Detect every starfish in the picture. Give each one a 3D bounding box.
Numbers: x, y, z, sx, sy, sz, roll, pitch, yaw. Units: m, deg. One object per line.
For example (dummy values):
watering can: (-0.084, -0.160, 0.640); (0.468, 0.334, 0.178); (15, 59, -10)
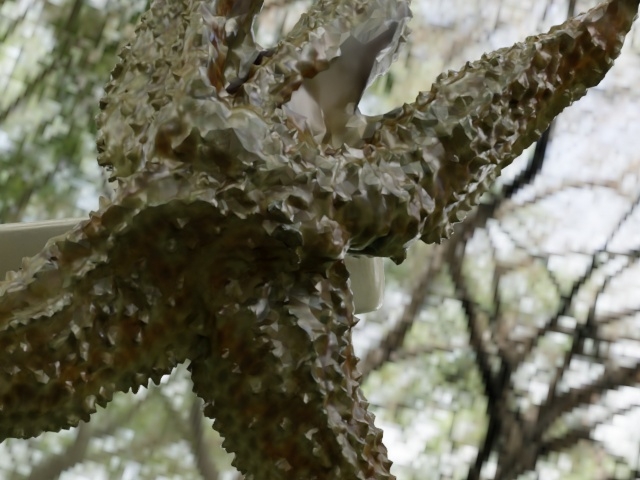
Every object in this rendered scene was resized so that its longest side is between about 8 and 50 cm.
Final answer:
starfish: (0.005, -0.026, 0.662); (0.301, 0.293, 0.084); (28, -29, -8)

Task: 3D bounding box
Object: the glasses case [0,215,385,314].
glasses case: (-0.137, 0.024, 1.116); (0.336, 0.076, 0.144); (-6, 1, -24)
